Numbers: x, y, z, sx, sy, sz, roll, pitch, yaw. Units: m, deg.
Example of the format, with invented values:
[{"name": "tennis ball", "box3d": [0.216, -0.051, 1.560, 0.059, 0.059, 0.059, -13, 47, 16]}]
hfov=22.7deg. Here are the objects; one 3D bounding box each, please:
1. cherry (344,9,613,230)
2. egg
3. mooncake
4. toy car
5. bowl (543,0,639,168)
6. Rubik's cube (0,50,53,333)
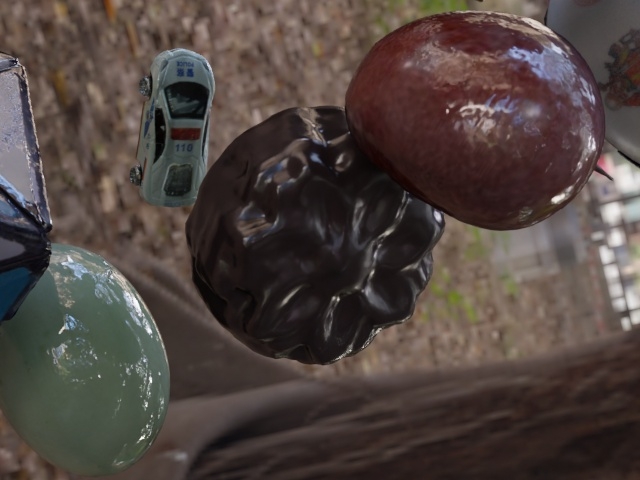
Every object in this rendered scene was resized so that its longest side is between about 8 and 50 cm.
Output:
[{"name": "cherry", "box3d": [0.166, -0.120, 1.561, 0.236, 0.285, 0.213, -161, -89, -77]}, {"name": "egg", "box3d": [-0.281, 0.138, 1.833, 0.203, 0.202, 0.283, -62, 137, -73]}, {"name": "mooncake", "box3d": [0.000, 0.000, 1.708, 0.141, 0.283, 0.283, 43, -22, 55]}, {"name": "toy car", "box3d": [-0.183, -0.140, 2.017, 0.056, 0.095, 0.205, 32, -62, 55]}, {"name": "bowl", "box3d": [0.432, -0.237, 1.736, 0.157, 0.345, 0.346, 123, -34, -55]}, {"name": "Rubik's cube", "box3d": [-0.463, -0.033, 1.580, 0.307, 0.310, 0.305, 22, 29, -29]}]
